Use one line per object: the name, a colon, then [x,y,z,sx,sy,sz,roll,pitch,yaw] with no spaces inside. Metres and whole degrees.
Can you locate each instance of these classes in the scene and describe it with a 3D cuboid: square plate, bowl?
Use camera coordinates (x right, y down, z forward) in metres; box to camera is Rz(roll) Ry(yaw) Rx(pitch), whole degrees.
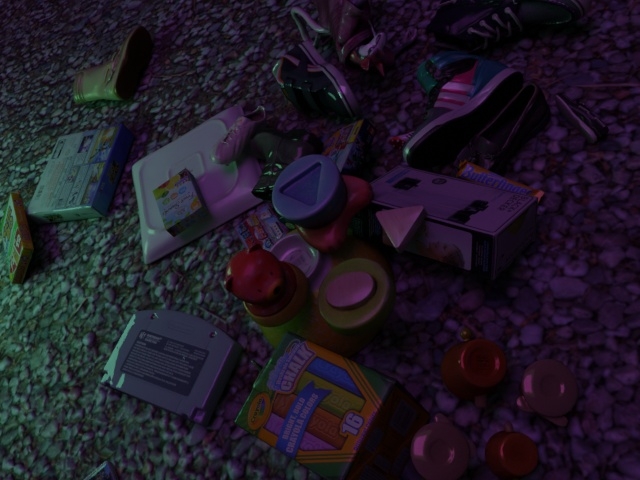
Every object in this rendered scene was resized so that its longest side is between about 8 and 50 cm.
square plate: [-0.315,-0.154,1.638,0.344,0.049,0.347,-28,51,11]
bowl: [-0.020,0.072,1.261,0.289,0.156,0.290,-14,55,20]

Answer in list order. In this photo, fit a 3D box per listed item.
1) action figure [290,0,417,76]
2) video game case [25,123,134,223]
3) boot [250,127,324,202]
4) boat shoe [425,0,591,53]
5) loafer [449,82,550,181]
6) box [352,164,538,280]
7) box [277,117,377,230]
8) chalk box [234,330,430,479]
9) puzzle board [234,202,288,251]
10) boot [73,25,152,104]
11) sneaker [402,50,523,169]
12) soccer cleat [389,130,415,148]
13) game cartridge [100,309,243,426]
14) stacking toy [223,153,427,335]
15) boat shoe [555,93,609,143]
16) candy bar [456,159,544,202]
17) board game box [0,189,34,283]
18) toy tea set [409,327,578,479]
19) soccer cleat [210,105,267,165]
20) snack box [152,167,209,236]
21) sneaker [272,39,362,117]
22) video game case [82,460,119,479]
action figure: [0.058,-0.492,1.523,0.275,0.248,0.370,-22,49,16]
video game case: [-0.651,-0.179,1.829,0.244,0.061,0.270,-5,58,27]
boot: [-0.111,-0.162,1.473,0.246,0.083,0.161,7,62,53]
boat shoe: [0.384,-0.463,1.421,0.340,0.127,0.158,23,79,45]
loafer: [0.330,-0.192,1.285,0.267,0.084,0.096,-47,52,-6]
box: [0.218,-0.042,1.201,0.289,0.087,0.169,20,37,36]
box: [0.015,-0.137,1.397,0.159,0.044,0.233,-14,44,49]
chalk box: [-0.004,0.281,1.105,0.288,0.180,0.179,18,70,37]
puzzle board: [-0.129,-0.017,1.472,0.096,0.011,0.128,-37,50,3]
boot: [-0.627,-0.524,2.021,0.203,0.095,0.262,-1,64,30]
sneaker: [0.242,-0.280,1.358,0.295,0.124,0.178,-38,53,-12]
soccer cleat: [0.186,-0.214,1.418,0.083,0.029,0.036,0,51,25]
game cartridge: [-0.302,0.244,1.372,0.294,0.060,0.196,11,70,33]
stacking toy: [0.000,0.000,1.107,0.279,0.130,0.309,13,69,34]
boat shoe: [0.486,-0.234,1.253,0.038,0.046,0.125,-33,53,6]
candy bar: [0.326,-0.103,1.234,0.161,0.018,0.040,25,98,11]
board game box: [-0.814,-0.016,1.795,0.124,0.039,0.259,-59,41,27]
toy tea set: [0.238,0.303,1.025,0.200,0.124,0.336,30,72,8]
soccer cleat: [-0.191,-0.247,1.567,0.068,0.076,0.196,28,49,14]
snack box: [-0.322,-0.089,1.543,0.100,0.037,0.141,-34,51,7]
sneaker: [-0.015,-0.349,1.552,0.127,0.126,0.321,-33,39,0]
video game case: [-0.448,0.554,1.272,0.201,0.023,0.183,-41,50,1]
